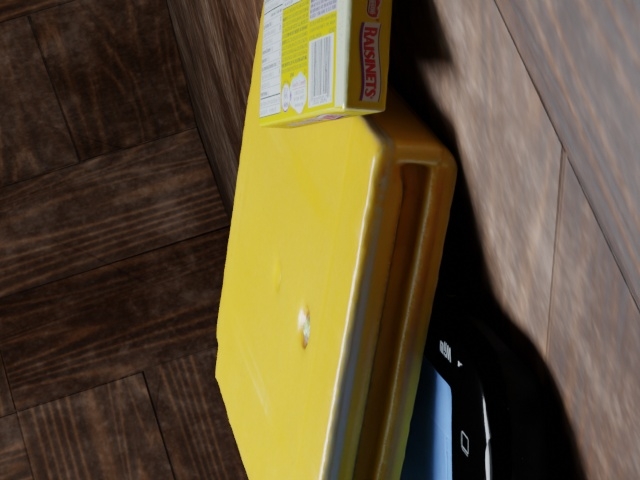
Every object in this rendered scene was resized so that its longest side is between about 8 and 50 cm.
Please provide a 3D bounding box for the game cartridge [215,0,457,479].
[{"bbox_3d":[-0.003,0.023,1.107,0.324,0.052,0.285,-117,33,-65],"label":"game cartridge"}]

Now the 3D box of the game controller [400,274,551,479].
[{"bbox_3d":[0.068,0.106,1.022,0.319,0.067,0.166,-129,28,-75],"label":"game controller"}]

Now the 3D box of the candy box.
[{"bbox_3d":[0.000,-0.115,0.967,0.206,0.027,0.105,-173,88,-77],"label":"candy box"}]
